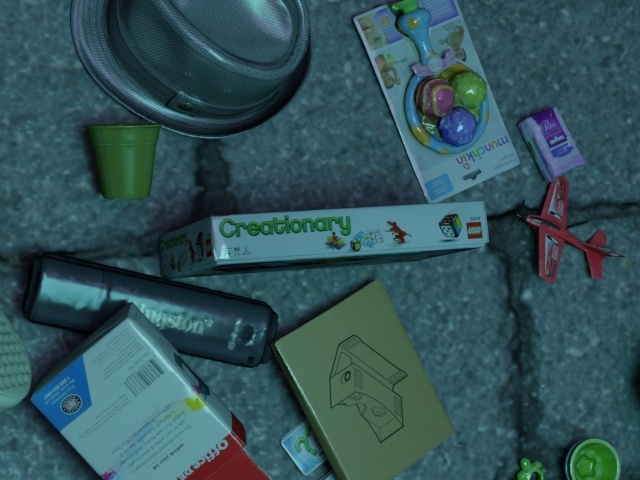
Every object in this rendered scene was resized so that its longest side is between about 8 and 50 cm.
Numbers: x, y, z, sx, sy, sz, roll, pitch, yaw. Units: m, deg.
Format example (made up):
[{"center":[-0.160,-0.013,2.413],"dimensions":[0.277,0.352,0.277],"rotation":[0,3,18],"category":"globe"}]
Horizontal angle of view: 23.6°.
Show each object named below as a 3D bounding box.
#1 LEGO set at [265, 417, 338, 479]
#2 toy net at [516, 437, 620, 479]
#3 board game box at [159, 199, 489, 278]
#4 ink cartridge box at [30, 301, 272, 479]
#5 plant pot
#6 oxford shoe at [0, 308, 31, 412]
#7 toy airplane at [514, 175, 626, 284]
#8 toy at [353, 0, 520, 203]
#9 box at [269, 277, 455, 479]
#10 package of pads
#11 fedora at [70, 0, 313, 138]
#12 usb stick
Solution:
[{"center":[-0.023,0.315,1.661],"dimensions":[0.244,0.060,0.182],"rotation":[-36,94,-21],"category":"LEGO set"},{"center":[0.313,0.353,1.795],"dimensions":[0.122,0.045,0.232],"rotation":[-17,90,-23],"category":"toy net"},{"center":[0.000,0.000,1.634],"dimensions":[0.305,0.193,0.053],"rotation":[-3,85,-23],"category":"board game box"},{"center":[-0.170,0.196,1.579],"dimensions":[0.134,0.078,0.231],"rotation":[-39,101,3],"category":"ink cartridge box"},{"center":[-0.207,-0.084,1.629],"dimensions":[0.083,0.083,0.079],"rotation":[-5,97,-22],"category":"plant pot"},{"center":[-0.484,0.046,1.478],"dimensions":[0.449,0.169,0.130],"rotation":[32,114,-23],"category":"oxford shoe"},{"center":[0.298,-0.005,1.841],"dimensions":[0.151,0.028,0.151],"rotation":[10,64,-22],"category":"toy airplane"},{"center":[0.146,-0.177,1.788],"dimensions":[0.137,0.056,0.237],"rotation":[-25,93,-21],"category":"toy"},{"center":[0.049,0.166,1.705],"dimensions":[0.164,0.021,0.201],"rotation":[-30,97,-36],"category":"box"},{"center":[0.278,-0.116,1.842],"dimensions":[0.050,0.032,0.083],"rotation":[-24,85,-24],"category":"package of pads"},{"center":[-0.121,-0.241,1.652],"dimensions":[0.275,0.124,0.244],"rotation":[30,73,-16],"category":"fedora"},{"center":[-0.180,0.076,1.631],"dimensions":[0.278,0.045,0.077],"rotation":[14,82,-20],"category":"usb stick"}]
